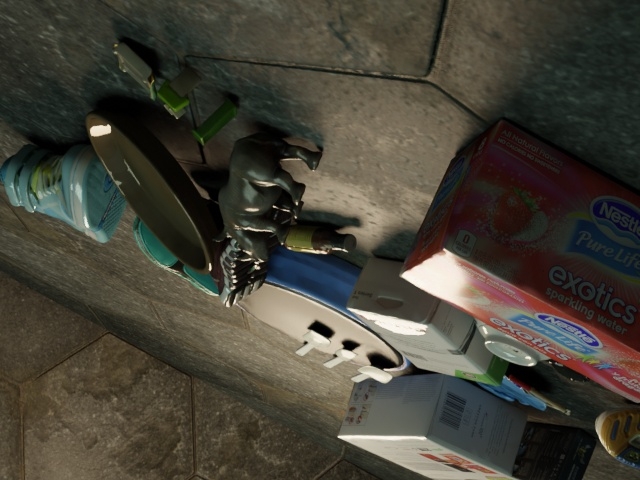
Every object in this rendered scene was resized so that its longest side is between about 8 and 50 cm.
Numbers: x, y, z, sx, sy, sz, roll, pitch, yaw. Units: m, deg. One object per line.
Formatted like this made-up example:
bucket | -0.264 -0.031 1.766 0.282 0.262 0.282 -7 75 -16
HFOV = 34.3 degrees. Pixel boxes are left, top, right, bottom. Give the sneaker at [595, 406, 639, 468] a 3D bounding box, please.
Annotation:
sneaker | 0.572 0.330 1.614 0.296 0.112 0.131 26 180 2

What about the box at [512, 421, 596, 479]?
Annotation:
box | 0.405 0.464 1.972 0.059 0.233 0.183 36 160 -23

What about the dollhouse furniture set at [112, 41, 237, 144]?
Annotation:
dollhouse furniture set | -0.172 -0.187 1.223 0.151 0.058 0.076 44 172 6

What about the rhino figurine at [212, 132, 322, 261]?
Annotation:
rhino figurine | -0.080 -0.047 1.327 0.106 0.073 0.243 27 142 2

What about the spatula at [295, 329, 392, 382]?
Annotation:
spatula | 0.034 0.220 1.880 0.168 0.019 0.242 25 163 -4

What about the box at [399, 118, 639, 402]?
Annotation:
box | 0.255 0.027 1.041 0.300 0.154 0.142 29 162 -6

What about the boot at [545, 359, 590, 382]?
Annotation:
boot | 0.338 0.167 1.519 0.121 0.045 0.099 9 159 40

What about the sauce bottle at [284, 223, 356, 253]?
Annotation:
sauce bottle | 0.000 0.000 1.499 0.128 0.042 0.042 8 156 46

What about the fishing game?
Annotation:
fishing game | 0.309 0.236 1.771 0.189 0.041 0.264 32 170 -21

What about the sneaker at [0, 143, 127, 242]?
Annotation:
sneaker | -0.432 -0.099 1.673 0.208 0.127 0.319 24 162 1

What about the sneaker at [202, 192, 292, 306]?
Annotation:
sneaker | -0.143 -0.026 1.535 0.162 0.106 0.281 51 147 17

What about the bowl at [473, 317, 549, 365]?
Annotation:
bowl | 0.271 0.119 1.406 0.170 0.080 0.170 22 162 8

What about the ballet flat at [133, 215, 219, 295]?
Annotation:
ballet flat | -0.257 0.017 1.854 0.247 0.083 0.087 42 175 -38

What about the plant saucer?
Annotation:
plant saucer | -0.230 -0.072 1.454 0.278 0.041 0.278 45 161 20

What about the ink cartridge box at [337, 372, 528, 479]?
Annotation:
ink cartridge box | 0.233 0.365 1.978 0.272 0.130 0.309 29 158 -23

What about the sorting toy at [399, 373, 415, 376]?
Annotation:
sorting toy | 0.255 0.340 2.161 0.229 0.041 0.307 20 163 3

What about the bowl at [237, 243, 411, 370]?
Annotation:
bowl | -0.004 0.113 1.781 0.391 0.077 0.391 23 163 8

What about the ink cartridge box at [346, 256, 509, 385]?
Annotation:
ink cartridge box | 0.166 0.120 1.531 0.160 0.093 0.219 9 156 42
